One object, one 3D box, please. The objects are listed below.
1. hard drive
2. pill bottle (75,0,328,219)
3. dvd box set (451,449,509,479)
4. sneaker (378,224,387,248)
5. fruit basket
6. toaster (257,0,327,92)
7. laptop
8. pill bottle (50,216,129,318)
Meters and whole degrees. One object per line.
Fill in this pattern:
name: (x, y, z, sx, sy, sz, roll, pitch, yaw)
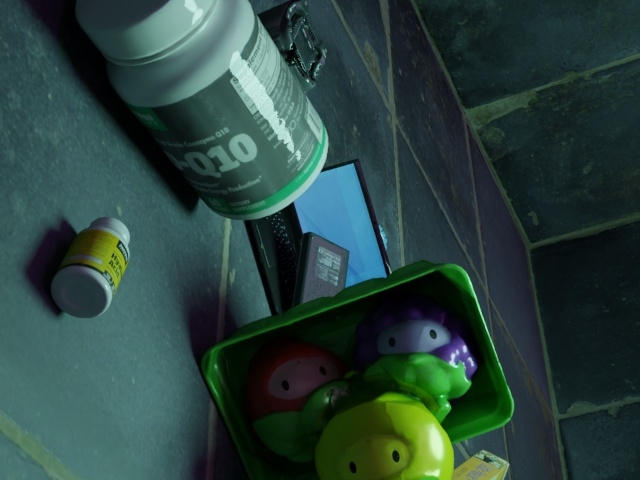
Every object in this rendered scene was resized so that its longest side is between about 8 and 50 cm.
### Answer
hard drive: (0.002, 0.065, 1.795, 0.094, 0.022, 0.135, 27, 60, -38)
pill bottle: (-0.148, -0.207, 1.464, 0.361, 0.204, 0.204, 55, 26, -45)
dvd box set: (0.185, 0.509, 1.798, 0.308, 0.062, 0.420, -67, 162, 5)
sneaker: (0.063, -0.031, 2.189, 0.191, 0.071, 0.083, 60, 27, -15)
fruit basket: (0.058, 0.214, 1.448, 0.392, 0.392, 0.283, -61, 133, -66)
toaster: (-0.084, -0.295, 1.826, 0.227, 0.146, 0.129, -76, 145, -59)
laptop: (0.000, 0.000, 1.838, 0.264, 0.136, 0.234, -19, 92, -72)
pill bottle: (-0.242, 0.025, 1.206, 0.116, 0.065, 0.065, -80, 149, -55)
